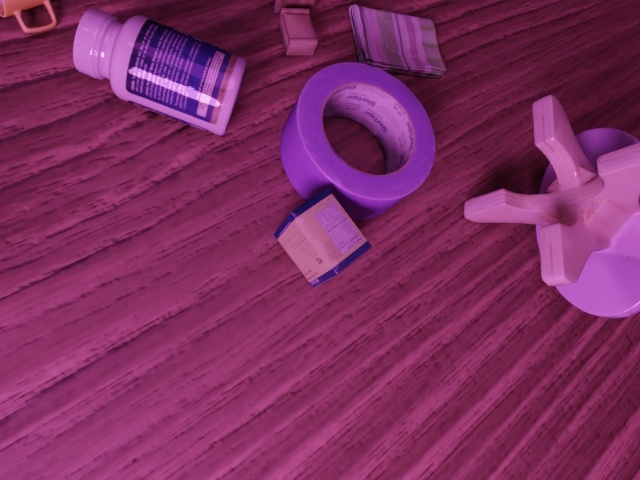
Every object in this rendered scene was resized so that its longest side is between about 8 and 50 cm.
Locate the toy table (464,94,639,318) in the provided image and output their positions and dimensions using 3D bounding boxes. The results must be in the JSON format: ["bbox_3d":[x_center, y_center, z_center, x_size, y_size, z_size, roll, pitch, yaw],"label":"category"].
[{"bbox_3d":[0.344,-0.048,0.581,0.160,0.252,0.274,18,57,-32],"label":"toy table"}]

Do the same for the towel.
[{"bbox_3d":[0.124,-0.315,0.685,0.152,0.023,0.113,-4,76,-22],"label":"towel"}]

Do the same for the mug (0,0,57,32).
[{"bbox_3d":[-0.337,-0.283,0.492,0.062,0.078,0.064,33,50,27],"label":"mug"}]

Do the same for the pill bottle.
[{"bbox_3d":[-0.177,-0.192,0.495,0.169,0.094,0.094,18,69,-15],"label":"pill bottle"}]

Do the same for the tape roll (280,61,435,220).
[{"bbox_3d":[0.048,-0.127,0.569,0.188,0.080,0.189,6,72,-20],"label":"tape roll"}]

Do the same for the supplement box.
[{"bbox_3d":[0.000,0.000,0.509,0.056,0.083,0.083,-36,88,-25],"label":"supplement box"}]

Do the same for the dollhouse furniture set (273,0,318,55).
[{"bbox_3d":[0.017,-0.373,0.615,0.160,0.101,0.182,-11,78,-20],"label":"dollhouse furniture set"}]
